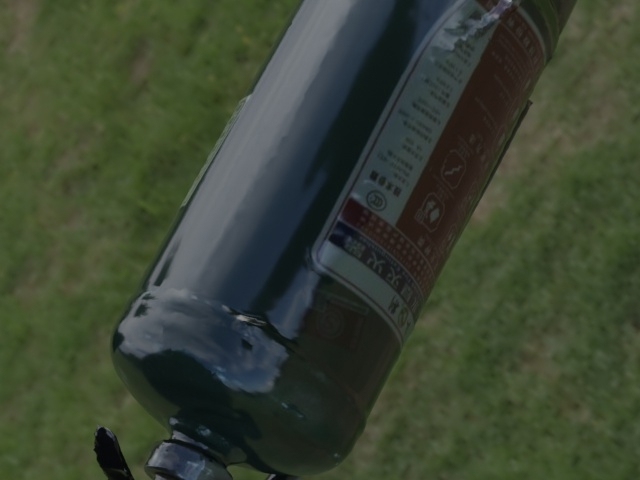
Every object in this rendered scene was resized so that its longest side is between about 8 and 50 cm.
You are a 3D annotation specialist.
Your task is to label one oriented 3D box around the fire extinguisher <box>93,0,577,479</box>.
[{"bbox_3d":[0.000,0.000,0.622,0.093,0.118,0.294,16,66,29],"label":"fire extinguisher"}]
